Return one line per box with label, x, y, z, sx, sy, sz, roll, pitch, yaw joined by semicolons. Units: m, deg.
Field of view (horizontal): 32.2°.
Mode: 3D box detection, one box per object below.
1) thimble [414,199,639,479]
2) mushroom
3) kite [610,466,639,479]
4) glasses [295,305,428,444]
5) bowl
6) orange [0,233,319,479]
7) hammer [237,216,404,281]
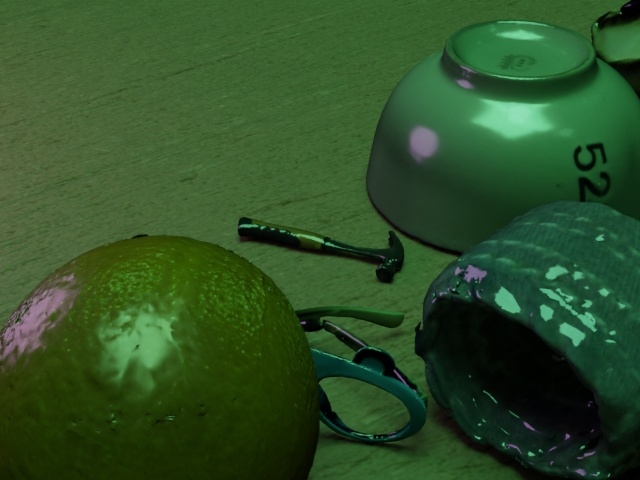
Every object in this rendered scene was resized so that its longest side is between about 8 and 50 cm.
thimble;0.211;0.090;0.966;0.236;0.205;0.172;39;53;25
mushroom;0.519;-0.281;1.584;0.212;0.217;0.292;32;35;-33
kite;0.372;0.192;0.956;0.285;0.015;0.152;-18;42;-23
glasses;0.001;0.120;1.054;0.239;0.102;0.207;10;8;19
bowl;0.231;-0.146;1.324;0.354;0.185;0.354;-1;34;1
orange;-0.129;0.129;0.853;0.274;0.274;0.274;-1;34;1
hammer;0.000;0.000;1.261;0.201;0.021;0.078;12;36;18
